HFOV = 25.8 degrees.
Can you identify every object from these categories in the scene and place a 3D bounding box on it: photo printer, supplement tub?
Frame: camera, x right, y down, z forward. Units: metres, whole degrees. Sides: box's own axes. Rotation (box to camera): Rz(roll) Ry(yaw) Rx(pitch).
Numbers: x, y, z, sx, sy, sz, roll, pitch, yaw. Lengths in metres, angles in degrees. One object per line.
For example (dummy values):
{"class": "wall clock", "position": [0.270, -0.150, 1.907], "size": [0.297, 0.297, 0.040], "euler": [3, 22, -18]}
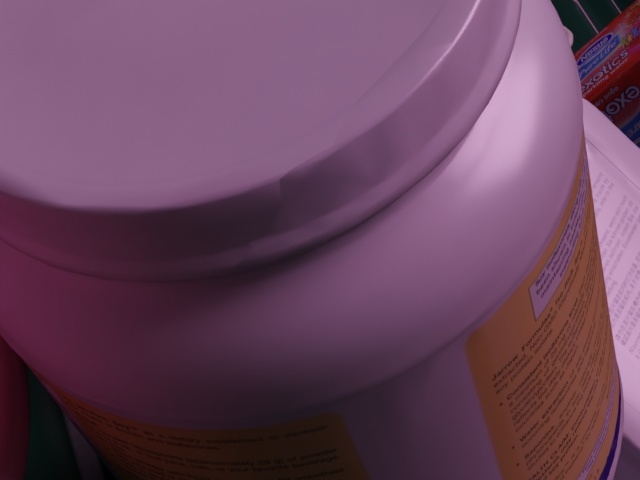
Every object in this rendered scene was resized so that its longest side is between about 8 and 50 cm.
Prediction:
{"class": "photo printer", "position": [0.208, 0.040, 1.105], "size": [0.307, 0.107, 0.256], "euler": [41, 55, -9]}
{"class": "supplement tub", "position": [-0.004, 0.007, 0.584], "size": [0.331, 0.241, 0.241], "euler": [69, 1, -51]}

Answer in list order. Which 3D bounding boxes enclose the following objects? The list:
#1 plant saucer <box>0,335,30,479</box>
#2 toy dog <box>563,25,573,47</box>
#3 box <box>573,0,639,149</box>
{"class": "plant saucer", "position": [-0.251, 0.014, 0.464], "size": [0.332, 0.084, 0.332], "euler": [41, 24, -22]}
{"class": "toy dog", "position": [0.084, -0.251, 1.369], "size": [0.161, 0.220, 0.333], "euler": [60, 2, -40]}
{"class": "box", "position": [0.336, -0.152, 1.570], "size": [0.123, 0.257, 0.128], "euler": [39, 25, -21]}
